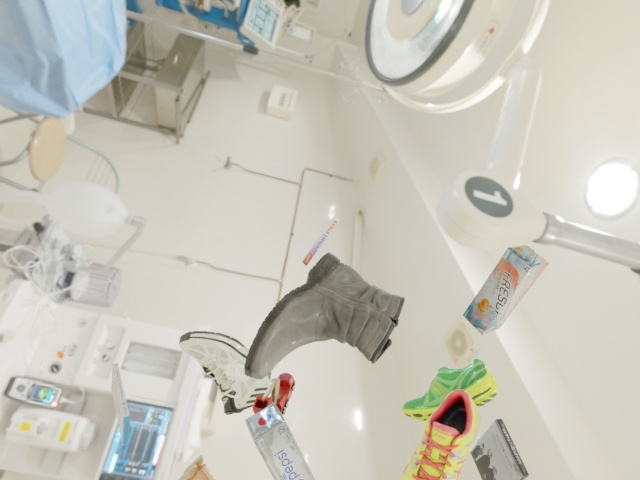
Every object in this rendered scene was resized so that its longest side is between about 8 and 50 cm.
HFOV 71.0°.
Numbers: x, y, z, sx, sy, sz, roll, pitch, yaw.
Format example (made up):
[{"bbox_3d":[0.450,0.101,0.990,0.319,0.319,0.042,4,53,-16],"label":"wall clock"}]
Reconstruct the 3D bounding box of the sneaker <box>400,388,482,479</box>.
[{"bbox_3d":[0.162,0.295,0.622,0.208,0.081,0.094,-52,140,-36],"label":"sneaker"}]

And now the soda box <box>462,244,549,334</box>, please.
[{"bbox_3d":[0.352,0.096,0.864,0.058,0.063,0.183,51,-46,38],"label":"soda box"}]

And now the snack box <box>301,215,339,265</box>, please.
[{"bbox_3d":[0.000,0.000,1.408,0.178,0.022,0.064,-54,-177,2],"label":"snack box"}]

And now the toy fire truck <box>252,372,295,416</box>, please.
[{"bbox_3d":[-0.137,0.471,1.375,0.192,0.047,0.135,-64,150,-49],"label":"toy fire truck"}]

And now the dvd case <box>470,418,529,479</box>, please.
[{"bbox_3d":[0.576,0.722,1.466,0.179,0.029,0.239,-105,-161,-45],"label":"dvd case"}]

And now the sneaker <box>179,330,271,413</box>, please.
[{"bbox_3d":[-0.385,0.548,1.816,0.169,0.447,0.257,-33,-143,38],"label":"sneaker"}]

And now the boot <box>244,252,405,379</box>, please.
[{"bbox_3d":[0.024,0.183,0.906,0.338,0.222,0.118,-48,162,-31],"label":"boot"}]

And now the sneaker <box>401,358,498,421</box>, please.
[{"bbox_3d":[0.358,0.427,1.263,0.295,0.109,0.123,-37,-147,30],"label":"sneaker"}]

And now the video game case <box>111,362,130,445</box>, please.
[{"bbox_3d":[-0.511,0.416,1.144,0.166,0.015,0.119,54,-44,39],"label":"video game case"}]

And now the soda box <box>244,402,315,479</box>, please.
[{"bbox_3d":[-0.091,0.570,1.159,0.098,0.091,0.286,26,-40,64],"label":"soda box"}]

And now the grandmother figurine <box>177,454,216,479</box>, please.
[{"bbox_3d":[-0.304,0.851,1.408,0.104,0.342,0.208,-41,178,8],"label":"grandmother figurine"}]
